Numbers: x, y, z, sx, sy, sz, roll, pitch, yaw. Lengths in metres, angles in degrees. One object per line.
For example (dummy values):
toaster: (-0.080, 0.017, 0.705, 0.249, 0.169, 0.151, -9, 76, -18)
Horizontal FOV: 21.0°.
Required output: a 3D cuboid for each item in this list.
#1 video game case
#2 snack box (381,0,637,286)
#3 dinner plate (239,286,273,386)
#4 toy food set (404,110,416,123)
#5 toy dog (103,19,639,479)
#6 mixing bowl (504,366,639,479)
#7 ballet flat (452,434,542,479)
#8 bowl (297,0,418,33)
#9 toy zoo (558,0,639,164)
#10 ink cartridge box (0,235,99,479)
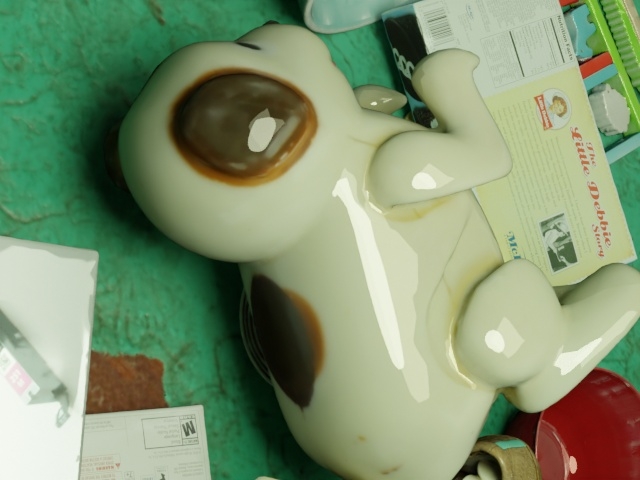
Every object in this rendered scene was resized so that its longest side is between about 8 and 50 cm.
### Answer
video game case: (-0.188, 0.245, 1.399, 0.232, 0.042, 0.210, -1, 81, -38)
snack box: (0.193, -0.100, 1.732, 0.187, 0.060, 0.322, -21, 95, -34)
dinner plate: (-0.021, 0.076, 1.586, 0.141, 0.017, 0.141, 9, 76, -38)
toy food set: (0.119, -0.092, 1.731, 0.083, 0.020, 0.083, -2, 82, -39)
toy dog: (0.000, 0.000, 1.469, 0.395, 0.284, 0.408, -45, 108, -16)
mixing bowl: (0.244, 0.220, 1.713, 0.181, 0.098, 0.181, 9, 75, -38)
ballet flat: (0.071, 0.308, 1.476, 0.342, 0.116, 0.124, -53, 155, -3)
bowl: (0.076, -0.348, 1.604, 0.311, 0.311, 0.163, -24, 76, -39)
toy zoo: (0.261, -0.163, 1.853, 0.293, 0.030, 0.192, -29, 99, -39)
ink cartridge box: (-0.298, 0.126, 1.290, 0.239, 0.060, 0.275, 9, 74, -23)
